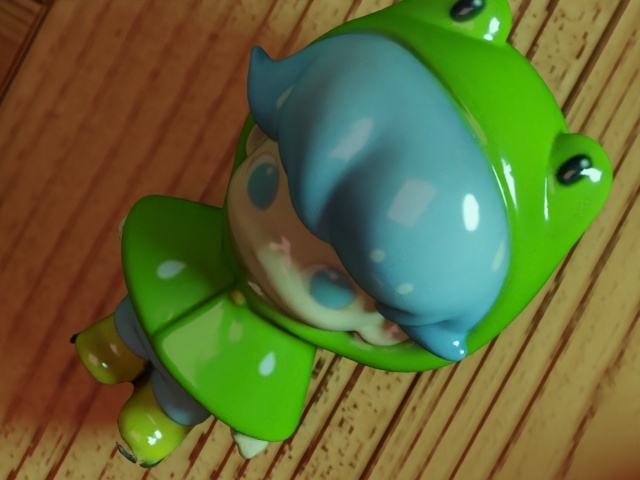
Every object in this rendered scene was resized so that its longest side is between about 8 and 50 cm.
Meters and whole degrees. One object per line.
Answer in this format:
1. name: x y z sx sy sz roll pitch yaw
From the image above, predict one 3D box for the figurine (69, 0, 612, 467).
1. figurine: 0.000 0.000 0.826 0.263 0.143 0.162 -37 73 26
